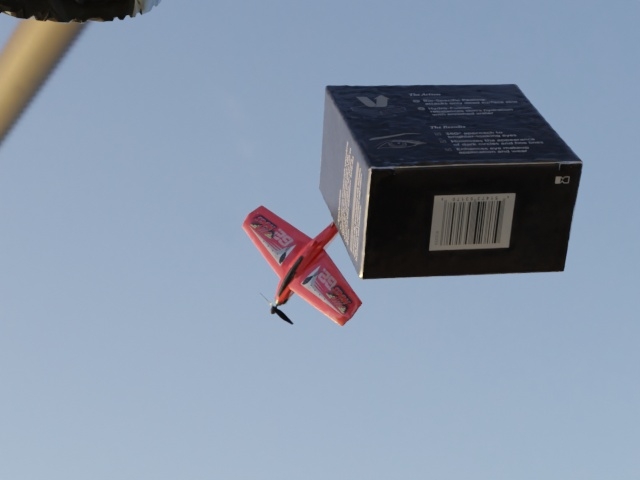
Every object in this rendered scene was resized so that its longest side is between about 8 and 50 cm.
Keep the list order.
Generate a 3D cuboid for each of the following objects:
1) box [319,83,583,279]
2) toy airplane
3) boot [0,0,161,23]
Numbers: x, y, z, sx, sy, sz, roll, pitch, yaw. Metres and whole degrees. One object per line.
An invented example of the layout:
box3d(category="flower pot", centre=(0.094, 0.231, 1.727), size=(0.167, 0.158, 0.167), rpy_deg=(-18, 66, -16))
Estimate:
box3d(category="box", centre=(0.090, -0.047, 1.150), size=(0.156, 0.158, 0.093), rpy_deg=(-2, -63, -12))
box3d(category="toy airplane", centre=(0.000, 0.000, 1.283), size=(0.151, 0.151, 0.028), rpy_deg=(-35, -30, 27))
box3d(category="boot", centre=(-0.207, -0.286, 1.019), size=(0.348, 0.131, 0.260), rpy_deg=(-3, -62, -51))
